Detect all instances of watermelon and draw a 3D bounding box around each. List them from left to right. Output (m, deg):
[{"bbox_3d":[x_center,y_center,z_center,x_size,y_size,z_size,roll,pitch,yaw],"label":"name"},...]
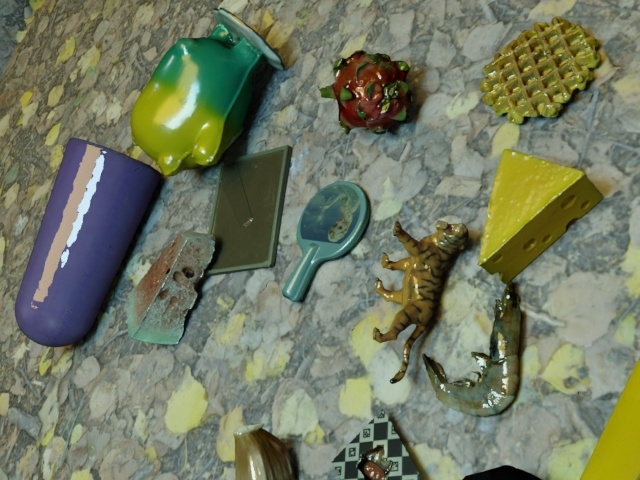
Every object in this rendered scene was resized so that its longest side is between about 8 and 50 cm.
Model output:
[{"bbox_3d":[-0.296,0.077,1.461,0.241,0.095,0.154,-57,35,13],"label":"watermelon"}]

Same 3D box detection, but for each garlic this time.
[{"bbox_3d":[-0.097,0.388,1.114,0.091,0.128,0.198,-8,60,20],"label":"garlic"}]

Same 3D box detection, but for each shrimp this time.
[{"bbox_3d":[0.215,0.149,1.041,0.148,0.035,0.195,-5,68,41],"label":"shrimp"}]

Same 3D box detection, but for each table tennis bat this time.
[{"bbox_3d":[0.000,0.000,1.294,0.149,0.038,0.237,24,83,44],"label":"table tennis bat"}]

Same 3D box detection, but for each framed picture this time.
[{"bbox_3d":[-0.150,-0.059,1.455,0.189,0.023,0.259,-10,63,36],"label":"framed picture"}]

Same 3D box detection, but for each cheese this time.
[{"bbox_3d":[0.286,-0.023,1.022,0.126,0.093,0.171,30,90,42],"label":"cheese"}]

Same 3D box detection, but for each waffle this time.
[{"bbox_3d":[0.337,-0.263,1.136,0.191,0.038,0.191,-18,59,32],"label":"waffle"}]

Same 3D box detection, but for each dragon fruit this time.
[{"bbox_3d":[0.075,-0.276,1.298,0.235,0.137,0.135,-122,35,-43],"label":"dragon fruit"}]

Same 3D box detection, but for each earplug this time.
[{"bbox_3d":[-0.535,0.015,1.626,0.215,0.215,0.455,15,83,43],"label":"earplug"}]

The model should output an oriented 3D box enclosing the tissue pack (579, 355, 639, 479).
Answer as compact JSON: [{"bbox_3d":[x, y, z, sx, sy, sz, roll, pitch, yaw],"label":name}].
[{"bbox_3d":[0.427,0.236,0.681,0.293,0.228,0.381,24,84,46],"label":"tissue pack"}]

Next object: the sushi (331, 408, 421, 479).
[{"bbox_3d":[0.085,0.332,1.063,0.120,0.026,0.126,-48,42,15],"label":"sushi"}]

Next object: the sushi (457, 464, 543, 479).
[{"bbox_3d":[0.213,0.348,0.859,0.172,0.153,0.150,-132,56,-63],"label":"sushi"}]

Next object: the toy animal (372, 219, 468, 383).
[{"bbox_3d":[0.140,0.092,1.102,0.116,0.114,0.255,13,79,-1],"label":"toy animal"}]

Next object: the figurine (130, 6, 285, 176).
[{"bbox_3d":[-0.256,-0.300,1.526,0.340,0.231,0.324,-52,51,0],"label":"figurine"}]
